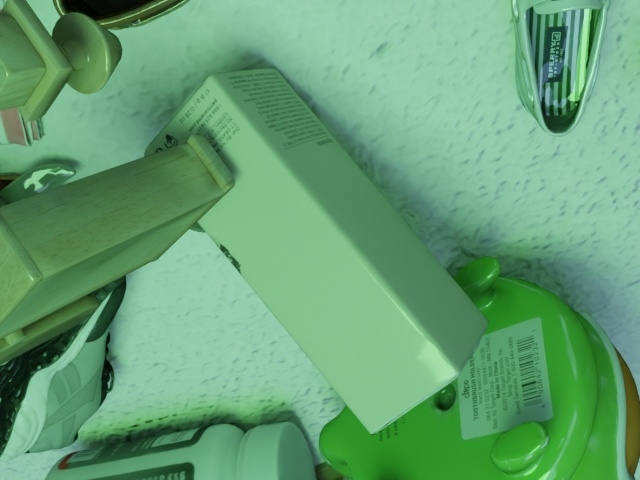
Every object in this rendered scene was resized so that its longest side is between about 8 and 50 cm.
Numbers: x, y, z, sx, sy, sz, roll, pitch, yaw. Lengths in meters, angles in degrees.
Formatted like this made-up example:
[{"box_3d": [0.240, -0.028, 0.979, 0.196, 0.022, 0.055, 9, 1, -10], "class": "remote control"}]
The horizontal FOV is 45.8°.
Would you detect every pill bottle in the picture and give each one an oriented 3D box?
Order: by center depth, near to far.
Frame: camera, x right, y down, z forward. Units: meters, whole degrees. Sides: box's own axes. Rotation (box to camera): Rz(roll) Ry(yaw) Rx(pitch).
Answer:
[{"box_3d": [-0.155, 0.298, 0.852, 0.283, 0.161, 0.161, -13, 124, 14], "class": "pill bottle"}]

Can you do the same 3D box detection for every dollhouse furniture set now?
[{"box_3d": [-0.249, -0.118, 0.513, 0.303, 0.173, 0.356, -38, 86, 38], "class": "dollhouse furniture set"}]

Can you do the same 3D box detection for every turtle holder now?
[{"box_3d": [0.145, 0.189, 0.704, 0.227, 0.243, 0.320, 28, 110, -34], "class": "turtle holder"}]

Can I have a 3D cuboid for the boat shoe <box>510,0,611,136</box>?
[{"box_3d": [0.174, -0.181, 0.529, 0.083, 0.076, 0.226, -9, 125, 10], "class": "boat shoe"}]

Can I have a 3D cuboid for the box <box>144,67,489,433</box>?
[{"box_3d": [0.000, 0.000, 0.584, 0.094, 0.113, 0.275, -41, 84, 27], "class": "box"}]

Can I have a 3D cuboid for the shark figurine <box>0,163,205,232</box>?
[{"box_3d": [-0.224, 0.007, 0.660, 0.278, 0.116, 0.166, 4, 127, -5], "class": "shark figurine"}]

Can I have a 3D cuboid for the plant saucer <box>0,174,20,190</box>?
[{"box_3d": [-0.284, -0.026, 0.714, 0.083, 0.013, 0.084, 2, 126, 3], "class": "plant saucer"}]

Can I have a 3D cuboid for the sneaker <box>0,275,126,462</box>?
[{"box_3d": [-0.259, 0.121, 0.784, 0.108, 0.100, 0.272, 9, 127, -40], "class": "sneaker"}]

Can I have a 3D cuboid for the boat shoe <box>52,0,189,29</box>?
[{"box_3d": [-0.054, -0.240, 0.476, 0.324, 0.116, 0.123, -37, 116, 27], "class": "boat shoe"}]

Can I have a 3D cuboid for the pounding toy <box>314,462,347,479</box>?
[{"box_3d": [0.014, 0.354, 0.894, 0.130, 0.141, 0.100, -33, 118, 25], "class": "pounding toy"}]

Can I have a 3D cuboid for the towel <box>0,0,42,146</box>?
[{"box_3d": [-0.337, -0.149, 0.621, 0.196, 0.029, 0.144, 5, 129, 1], "class": "towel"}]
